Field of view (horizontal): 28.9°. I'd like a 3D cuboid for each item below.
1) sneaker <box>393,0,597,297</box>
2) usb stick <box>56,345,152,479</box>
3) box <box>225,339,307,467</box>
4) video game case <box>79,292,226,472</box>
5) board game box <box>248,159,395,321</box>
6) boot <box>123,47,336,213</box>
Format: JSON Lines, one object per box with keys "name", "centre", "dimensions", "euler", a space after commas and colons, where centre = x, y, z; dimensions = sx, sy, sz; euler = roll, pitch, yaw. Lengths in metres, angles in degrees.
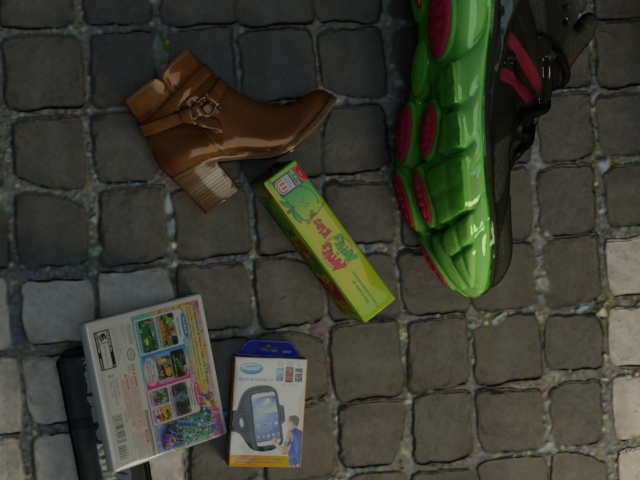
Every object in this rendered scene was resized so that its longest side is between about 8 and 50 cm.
{"name": "sneaker", "centre": [0.197, -0.171, 1.313], "dimensions": [0.202, 0.185, 0.482], "euler": [0, 101, -20]}
{"name": "usb stick", "centre": [-0.217, 0.242, 1.304], "dimensions": [0.077, 0.045, 0.278], "euler": [-11, 95, -14]}
{"name": "box", "centre": [-0.058, 0.177, 1.349], "dimensions": [0.081, 0.028, 0.136], "euler": [3, 93, -13]}
{"name": "video game case", "centre": [-0.173, 0.146, 1.296], "dimensions": [0.143, 0.019, 0.157], "euler": [-14, 95, -39]}
{"name": "board game box", "centre": [0.000, 0.000, 1.322], "dimensions": [0.043, 0.092, 0.181], "euler": [-37, 100, -10]}
{"name": "boot", "centre": [-0.094, -0.142, 1.308], "dimensions": [0.197, 0.073, 0.152], "euler": [-38, 96, -12]}
